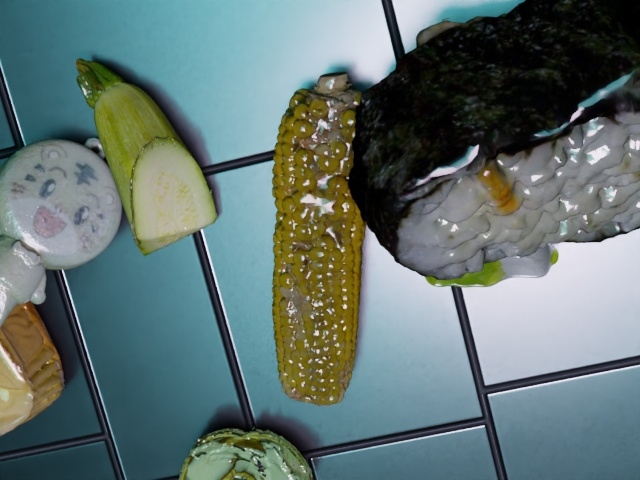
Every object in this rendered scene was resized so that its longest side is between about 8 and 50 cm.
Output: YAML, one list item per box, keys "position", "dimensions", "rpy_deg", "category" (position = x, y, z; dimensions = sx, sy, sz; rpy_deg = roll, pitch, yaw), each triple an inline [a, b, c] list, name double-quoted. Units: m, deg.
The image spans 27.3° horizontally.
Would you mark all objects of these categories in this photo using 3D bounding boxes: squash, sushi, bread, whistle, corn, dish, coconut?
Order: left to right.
- position: [-0.375, 0.070, 1.297]
  dimensions: [0.152, 0.119, 0.288]
  rpy_deg: [-28, 99, 10]
  category: "bread"
- position: [-0.276, 0.004, 1.241]
  dimensions: [0.126, 0.067, 0.258]
  rpy_deg: [38, 62, -16]
  category: "whistle"
- position: [-0.173, -0.089, 1.253]
  dimensions: [0.090, 0.075, 0.200]
  rpy_deg: [-27, 98, -5]
  category: "squash"
- position: [-0.082, 0.246, 1.330]
  dimensions: [0.158, 0.055, 0.133]
  rpy_deg: [-30, 96, 12]
  category: "coconut"
- position: [0.000, 0.000, 1.242]
  dimensions: [0.097, 0.097, 0.320]
  rpy_deg: [4, 105, 7]
  category: "corn"
- position: [0.155, 0.002, 1.241]
  dimensions: [0.137, 0.039, 0.091]
  rpy_deg: [1, 138, 10]
  category: "dish"
- position: [0.191, -0.098, 1.127]
  dimensions: [0.350, 0.171, 0.211]
  rpy_deg: [-19, 143, 1]
  category: "sushi"
